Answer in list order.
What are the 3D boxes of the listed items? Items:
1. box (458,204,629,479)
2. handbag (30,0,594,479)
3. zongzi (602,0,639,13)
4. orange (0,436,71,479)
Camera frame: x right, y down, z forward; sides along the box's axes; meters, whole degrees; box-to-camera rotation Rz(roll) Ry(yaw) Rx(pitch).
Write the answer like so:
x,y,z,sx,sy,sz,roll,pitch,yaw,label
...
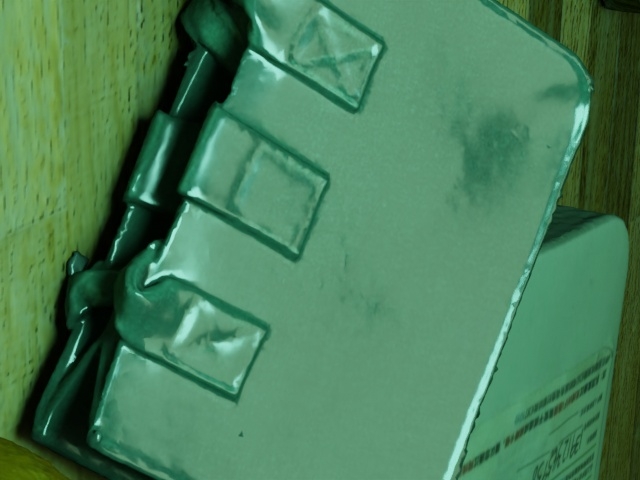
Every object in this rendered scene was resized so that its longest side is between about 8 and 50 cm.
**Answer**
x,y,z,sx,sy,sz,roll,pitch,yaw,label
0.088,0.189,1.354,0.396,0.111,0.397,-19,118,-57,box
0.000,0.000,1.048,0.238,0.089,0.326,32,75,-34,handbag
0.364,-0.272,1.527,0.248,0.241,0.111,-67,156,-18,zongzi
-0.171,0.172,0.787,0.206,0.206,0.206,-33,130,-53,orange
